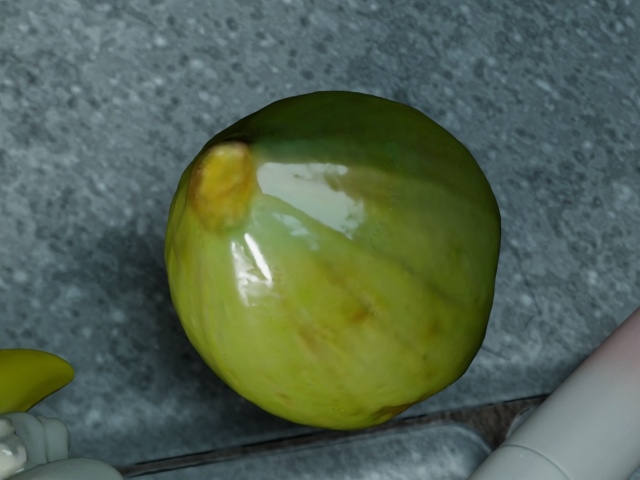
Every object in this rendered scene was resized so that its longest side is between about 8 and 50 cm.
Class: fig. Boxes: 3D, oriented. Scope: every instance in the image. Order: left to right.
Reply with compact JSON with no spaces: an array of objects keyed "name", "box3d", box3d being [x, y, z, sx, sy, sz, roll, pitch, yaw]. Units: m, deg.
[{"name":"fig","box3d":[0.000,0.000,1.246,0.271,0.239,0.239,47,41,-52]}]

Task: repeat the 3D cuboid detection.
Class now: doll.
[{"name":"doll","box3d":[-0.197,0.185,1.149,0.252,0.111,0.237,-25,63,-32]}]

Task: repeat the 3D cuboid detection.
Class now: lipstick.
[{"name":"lipstick","box3d":[0.185,0.165,1.358,0.087,0.087,0.327,49,55,3]}]
